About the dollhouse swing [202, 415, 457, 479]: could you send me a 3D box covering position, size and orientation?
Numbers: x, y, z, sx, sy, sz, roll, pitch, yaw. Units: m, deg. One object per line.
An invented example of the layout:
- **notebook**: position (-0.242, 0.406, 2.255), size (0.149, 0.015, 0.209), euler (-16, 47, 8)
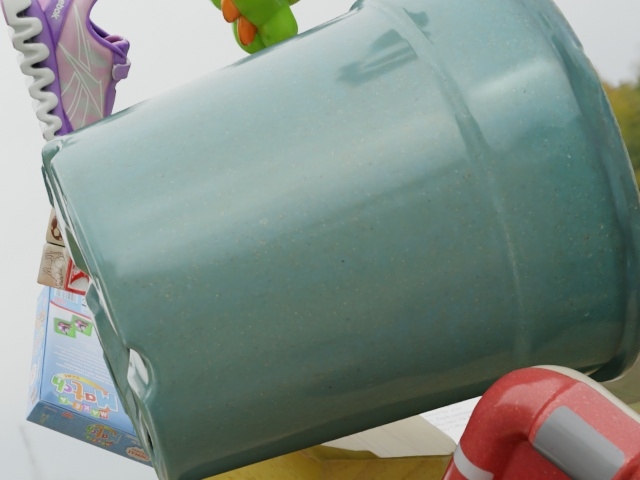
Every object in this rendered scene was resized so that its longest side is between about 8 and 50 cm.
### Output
- **dollhouse swing**: position (0.065, 0.279, 1.271), size (0.305, 0.346, 0.315), euler (-9, 24, -33)

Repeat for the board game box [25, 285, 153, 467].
- **board game box**: position (-0.249, 0.148, 1.626), size (0.160, 0.211, 0.039), euler (25, -62, -23)

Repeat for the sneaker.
- **sneaker**: position (-0.219, -0.143, 1.325), size (0.105, 0.236, 0.095), euler (-18, 23, -11)

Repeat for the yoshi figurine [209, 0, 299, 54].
- **yoshi figurine**: position (-0.098, -0.411, 1.750), size (0.203, 0.362, 0.203), euler (-29, 33, -20)

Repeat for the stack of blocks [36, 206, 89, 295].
- **stack of blocks**: position (-0.123, 0.031, 1.497), size (0.171, 0.087, 0.297), euler (11, 0, 39)

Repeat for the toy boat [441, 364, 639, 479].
- **toy boat**: position (0.111, 0.195, 0.841), size (0.151, 0.151, 0.231), euler (-23, -39, -45)

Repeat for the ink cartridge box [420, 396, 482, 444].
- **ink cartridge box**: position (0.090, 0.229, 1.399), size (0.207, 0.119, 0.353), euler (-10, 22, -27)

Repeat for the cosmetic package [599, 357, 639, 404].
- **cosmetic package**: position (0.331, 0.093, 1.442), size (0.127, 0.107, 0.238), euler (21, -24, -20)

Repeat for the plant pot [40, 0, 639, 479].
- **plant pot**: position (0.000, 0.000, 1.018), size (0.334, 0.341, 0.341), euler (-21, -8, -12)
